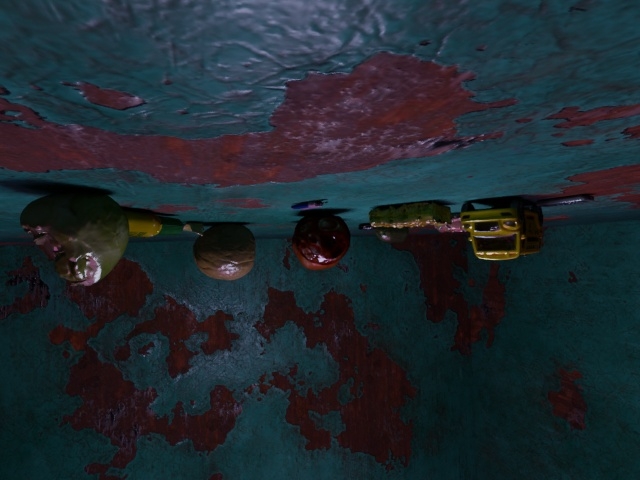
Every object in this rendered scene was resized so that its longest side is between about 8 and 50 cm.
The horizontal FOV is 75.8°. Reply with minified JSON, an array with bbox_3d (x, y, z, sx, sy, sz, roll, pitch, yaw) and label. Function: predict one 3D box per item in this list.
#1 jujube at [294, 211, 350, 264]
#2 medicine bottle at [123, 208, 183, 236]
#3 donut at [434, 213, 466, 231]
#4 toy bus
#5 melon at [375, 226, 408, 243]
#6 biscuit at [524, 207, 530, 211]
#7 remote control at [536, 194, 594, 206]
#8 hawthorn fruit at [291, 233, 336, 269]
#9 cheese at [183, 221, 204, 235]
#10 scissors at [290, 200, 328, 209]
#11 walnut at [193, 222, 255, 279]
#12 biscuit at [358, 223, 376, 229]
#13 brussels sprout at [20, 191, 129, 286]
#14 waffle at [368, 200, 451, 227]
[{"bbox_3d":[-0.001,-0.010,1.210,0.155,0.155,0.230,-2,-175,-11],"label":"jujube"},{"bbox_3d":[-0.436,-0.038,1.026,0.094,0.064,0.260,-8,176,16],"label":"medicine bottle"},{"bbox_3d":[0.473,-0.061,1.403,0.166,0.065,0.117,-4,179,11],"label":"donut"},{"bbox_3d":[0.500,-0.027,1.115,0.144,0.152,0.330,-2,179,40],"label":"toy bus"},{"bbox_3d":[0.264,-0.034,1.524,0.099,0.099,0.162,-3,176,41],"label":"melon"},{"bbox_3d":[0.618,-0.088,1.302,0.083,0.023,0.084,-2,179,0],"label":"biscuit"},{"bbox_3d":[0.611,-0.099,1.032,0.053,0.018,0.124,0,178,-30],"label":"remote control"},{"bbox_3d":[0.000,0.000,1.476,0.196,0.197,0.225,-2,154,-13],"label":"hawthorn fruit"},{"bbox_3d":[-0.414,-0.042,1.358,0.060,0.042,0.084,9,-173,-40],"label":"cheese"},{"bbox_3d":[-0.022,-0.081,0.945,0.039,0.012,0.113,-1,178,-39],"label":"scissors"},{"bbox_3d":[-0.344,0.038,1.481,0.227,0.228,0.228,-2,178,0],"label":"walnut"},{"bbox_3d":[0.205,-0.059,1.758,0.087,0.027,0.089,-1,177,-13],"label":"biscuit"},{"bbox_3d":[-0.407,-0.015,0.701,0.131,0.145,0.183,22,140,13],"label":"brussels sprout"},{"bbox_3d":[0.228,-0.064,1.109,0.210,0.055,0.160,-4,177,35],"label":"waffle"}]
